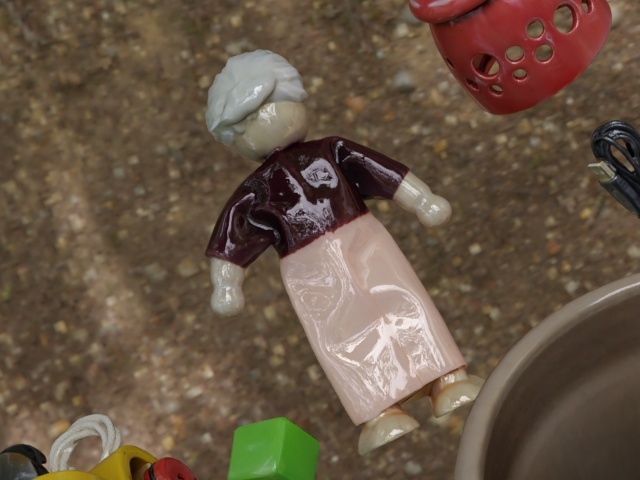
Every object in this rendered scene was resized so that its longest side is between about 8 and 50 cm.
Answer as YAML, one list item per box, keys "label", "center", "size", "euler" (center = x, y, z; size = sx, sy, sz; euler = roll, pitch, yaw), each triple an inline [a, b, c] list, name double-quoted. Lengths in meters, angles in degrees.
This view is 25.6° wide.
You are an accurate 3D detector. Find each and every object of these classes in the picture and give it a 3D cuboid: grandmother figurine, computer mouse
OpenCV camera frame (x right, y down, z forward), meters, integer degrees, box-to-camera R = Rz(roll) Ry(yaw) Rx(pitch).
- label: "grandmother figurine"
  center: [0.000, 0.000, 1.151]
  size: [0.342, 0.207, 0.104]
  euler: [64, 164, 9]
- label: "computer mouse"
  center: [0.259, -0.074, 0.857]
  size: [0.106, 0.042, 0.193]
  euler: [43, 126, -10]

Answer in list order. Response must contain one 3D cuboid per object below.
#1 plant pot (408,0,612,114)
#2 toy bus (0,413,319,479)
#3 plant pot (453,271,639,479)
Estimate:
- label: "plant pot"
  center: [0.208, -0.265, 1.599]
  size: [0.191, 0.191, 0.174]
  euler: [-10, 135, 46]
- label: "toy bus"
  center: [-0.102, 0.140, 0.554]
  size: [0.202, 0.191, 0.104]
  euler: [0, 149, 40]
- label: "plant pot"
  center: [0.208, 0.176, 0.669]
  size: [0.263, 0.263, 0.229]
  euler: [20, 141, 38]
